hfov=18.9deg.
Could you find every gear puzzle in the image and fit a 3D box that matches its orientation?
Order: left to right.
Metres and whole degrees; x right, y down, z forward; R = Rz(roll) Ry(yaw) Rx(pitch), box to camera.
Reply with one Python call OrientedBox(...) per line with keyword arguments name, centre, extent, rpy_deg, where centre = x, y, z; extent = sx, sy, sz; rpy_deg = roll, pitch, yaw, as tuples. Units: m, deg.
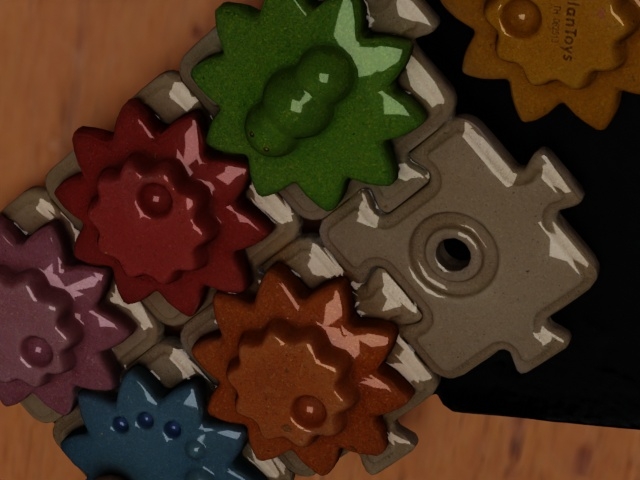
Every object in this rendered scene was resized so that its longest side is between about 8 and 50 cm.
OrientedBox(name="gear puzzle", centre=(0.000, 0.000, 0.694), extent=(0.339, 0.044, 0.175), rpy_deg=(-37, 97, 30))

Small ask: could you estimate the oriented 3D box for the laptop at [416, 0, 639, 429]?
OrientedBox(name="laptop", centre=(0.232, -0.141, 0.658), extent=(0.408, 0.236, 0.382), rpy_deg=(-17, 107, -15))
